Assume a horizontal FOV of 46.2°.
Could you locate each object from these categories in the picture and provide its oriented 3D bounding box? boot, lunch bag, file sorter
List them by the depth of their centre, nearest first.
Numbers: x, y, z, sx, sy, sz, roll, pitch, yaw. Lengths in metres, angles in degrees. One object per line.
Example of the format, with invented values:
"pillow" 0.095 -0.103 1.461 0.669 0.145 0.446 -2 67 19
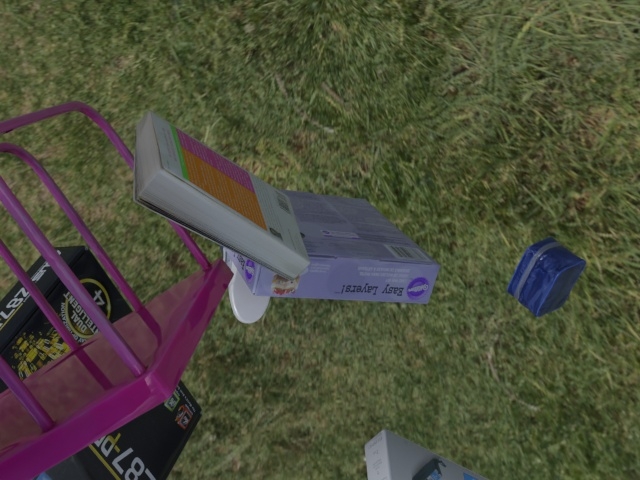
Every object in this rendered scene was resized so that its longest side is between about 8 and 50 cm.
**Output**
"file sorter" -0.243 0.057 0.512 0.290 0.202 0.182 -31 102 12
"lunch bag" 0.289 0.047 0.980 0.067 0.065 0.098 -14 136 -36
"boot" -0.126 0.042 1.208 0.069 0.086 0.190 5 76 -25

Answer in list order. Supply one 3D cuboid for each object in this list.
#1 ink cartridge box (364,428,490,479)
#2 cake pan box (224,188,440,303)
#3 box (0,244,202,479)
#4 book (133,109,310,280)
"ink cartridge box" 0.219 0.518 1.375 0.296 0.261 0.066 30 122 -24
"cake pan box" 0.000 0.000 1.037 0.267 0.246 0.070 4 114 -26
"box" -0.361 0.254 1.115 0.097 0.318 0.395 -2 129 31
"book" -0.075 -0.036 0.583 0.144 0.096 0.035 31 115 -33
